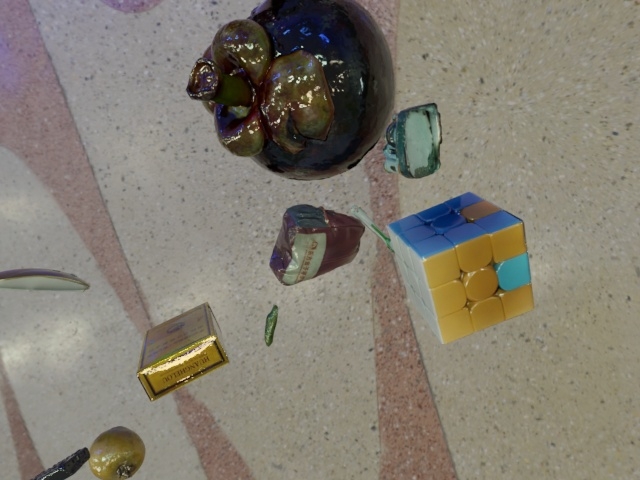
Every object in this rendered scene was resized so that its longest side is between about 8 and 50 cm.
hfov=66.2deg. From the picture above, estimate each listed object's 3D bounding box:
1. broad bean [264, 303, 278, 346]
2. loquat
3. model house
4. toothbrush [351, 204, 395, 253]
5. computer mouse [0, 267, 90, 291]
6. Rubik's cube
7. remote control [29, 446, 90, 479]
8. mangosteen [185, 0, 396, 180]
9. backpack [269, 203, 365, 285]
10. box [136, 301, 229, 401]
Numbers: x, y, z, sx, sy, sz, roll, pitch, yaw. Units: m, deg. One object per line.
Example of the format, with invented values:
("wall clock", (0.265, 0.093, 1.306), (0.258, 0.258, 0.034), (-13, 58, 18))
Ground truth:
("broad bean", (-0.207, 0.362, 2.025), (0.046, 0.061, 0.196), (7, 112, -10))
("loquat", (-0.573, 0.603, 1.385), (0.163, 0.163, 0.137), (30, 81, 10))
("model house", (0.298, -0.369, 1.829), (0.291, 0.184, 0.253), (23, 127, 59))
("toothbrush", (0.271, 0.016, 1.843), (0.418, 0.040, 0.042), (44, 78, -5))
("computer mouse", (-0.602, 0.084, 1.054), (0.102, 0.198, 0.045), (9, 92, 52))
("Rubik's cube", (0.400, 0.068, 1.421), (0.291, 0.290, 0.292), (-21, 113, -4))
("remote control", (-0.471, 0.400, 0.786), (0.245, 0.063, 0.025), (-33, 93, 15))
("mangosteen", (-0.038, -0.164, 0.534), (0.211, 0.249, 0.212), (18, 117, 40))
("backpack", (0.000, 0.000, 1.671), (0.197, 0.317, 0.283), (55, 139, 35))
("box", (-0.347, 0.265, 1.239), (0.192, 0.301, 0.084), (-24, 104, -12))
